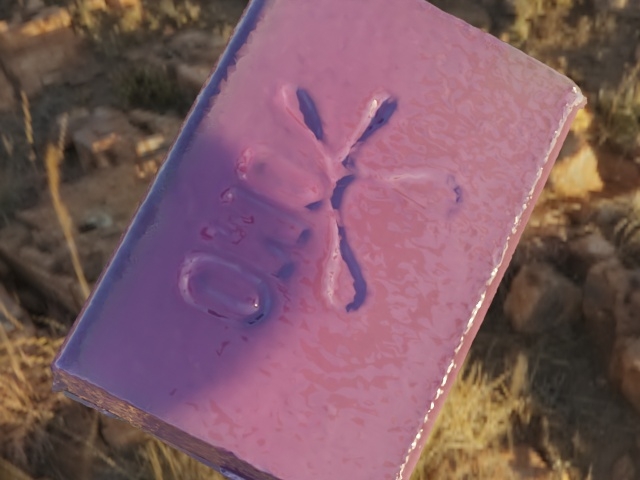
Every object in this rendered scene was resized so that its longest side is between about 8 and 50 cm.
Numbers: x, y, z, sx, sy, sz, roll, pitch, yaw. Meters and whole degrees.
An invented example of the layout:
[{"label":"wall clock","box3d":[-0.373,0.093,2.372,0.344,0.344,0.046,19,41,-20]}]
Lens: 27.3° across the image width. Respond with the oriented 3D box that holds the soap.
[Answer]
[{"label":"soap","box3d":[0.000,-0.001,0.673,0.181,0.081,0.259,28,74,0]}]
